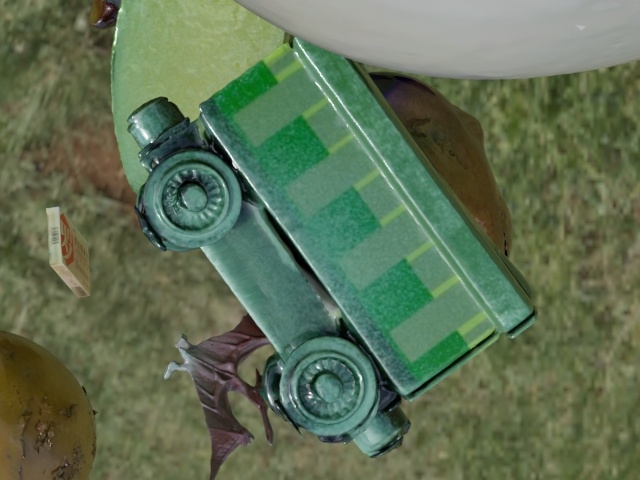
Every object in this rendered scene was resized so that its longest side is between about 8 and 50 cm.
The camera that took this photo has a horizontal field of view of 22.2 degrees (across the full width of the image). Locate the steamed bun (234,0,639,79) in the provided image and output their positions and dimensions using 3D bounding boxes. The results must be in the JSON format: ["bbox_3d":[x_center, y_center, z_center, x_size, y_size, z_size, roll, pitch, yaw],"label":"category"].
[{"bbox_3d":[0.083,-0.220,0.455,0.374,0.334,0.334,-38,125,-2],"label":"steamed bun"}]

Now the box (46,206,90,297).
[{"bbox_3d":[-0.234,0.011,1.519,0.015,0.058,0.093,-10,158,5],"label":"box"}]

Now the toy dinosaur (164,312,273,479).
[{"bbox_3d":[-0.084,0.125,1.462,0.108,0.220,0.032,25,141,-13],"label":"toy dinosaur"}]

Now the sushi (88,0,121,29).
[{"bbox_3d":[-0.160,-0.308,1.859,0.212,0.227,0.215,28,139,24],"label":"sushi"}]

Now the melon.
[{"bbox_3d":[-0.058,-0.232,1.544,0.226,0.331,0.343,23,127,43],"label":"melon"}]

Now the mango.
[{"bbox_3d":[0.090,-0.031,1.577,0.201,0.153,0.287,-37,134,-16],"label":"mango"}]

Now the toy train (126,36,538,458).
[{"bbox_3d":[0.000,0.000,1.152,0.202,0.120,0.301,-37,94,-3],"label":"toy train"}]

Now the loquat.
[{"bbox_3d":[-0.323,0.189,1.511,0.235,0.235,0.235,4,134,4],"label":"loquat"}]
